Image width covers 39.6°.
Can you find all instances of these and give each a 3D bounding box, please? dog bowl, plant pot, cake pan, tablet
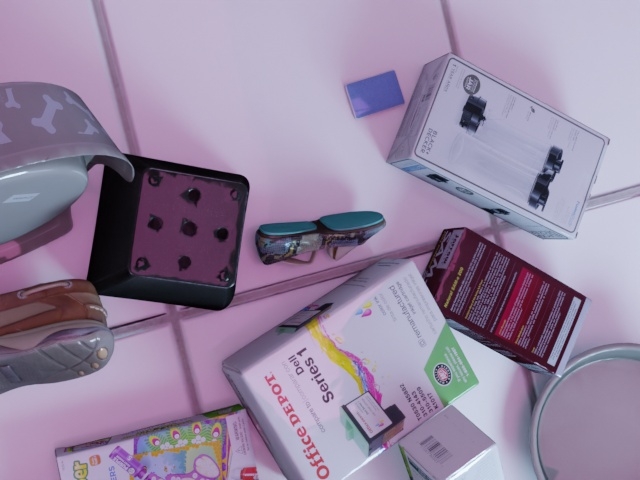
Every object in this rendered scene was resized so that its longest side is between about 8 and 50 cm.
[{"bbox_3d":[-0.381,-0.052,0.954,0.349,0.349,0.102,-24,84,-18],"label":"dog bowl"},{"bbox_3d":[-0.176,-0.011,1.104,0.188,0.167,0.187,9,86,-19],"label":"plant pot"},{"bbox_3d":[0.454,0.300,1.316,0.293,0.054,0.293,-1,79,4],"label":"cake pan"},{"bbox_3d":[0.079,-0.210,1.280,0.083,0.006,0.054,-20,95,-17],"label":"tablet"}]

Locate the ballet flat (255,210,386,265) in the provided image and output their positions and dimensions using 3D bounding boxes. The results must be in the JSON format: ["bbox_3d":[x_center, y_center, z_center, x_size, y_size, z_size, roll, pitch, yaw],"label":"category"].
[{"bbox_3d":[0.000,0.000,1.226,0.188,0.070,0.070,-6,91,-17],"label":"ballet flat"}]

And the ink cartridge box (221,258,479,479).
[{"bbox_3d":[0.039,0.180,1.197,0.278,0.117,0.201,-32,99,-16],"label":"ink cartridge box"}]

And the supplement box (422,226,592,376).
[{"bbox_3d":[0.265,0.091,1.300,0.239,0.073,0.130,29,79,-17],"label":"supplement box"}]

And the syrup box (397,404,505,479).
[{"bbox_3d":[0.191,0.345,1.203,0.096,0.093,0.237,-31,128,-17],"label":"syrup box"}]

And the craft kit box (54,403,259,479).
[{"bbox_3d":[-0.195,0.362,1.148,0.246,0.061,0.250,-12,92,-16],"label":"craft kit box"}]

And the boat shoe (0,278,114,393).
[{"bbox_3d":[-0.412,0.120,1.059,0.324,0.123,0.116,-9,58,-10],"label":"boat shoe"}]

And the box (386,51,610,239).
[{"bbox_3d":[0.261,-0.130,1.297,0.290,0.087,0.169,23,81,-16],"label":"box"}]
